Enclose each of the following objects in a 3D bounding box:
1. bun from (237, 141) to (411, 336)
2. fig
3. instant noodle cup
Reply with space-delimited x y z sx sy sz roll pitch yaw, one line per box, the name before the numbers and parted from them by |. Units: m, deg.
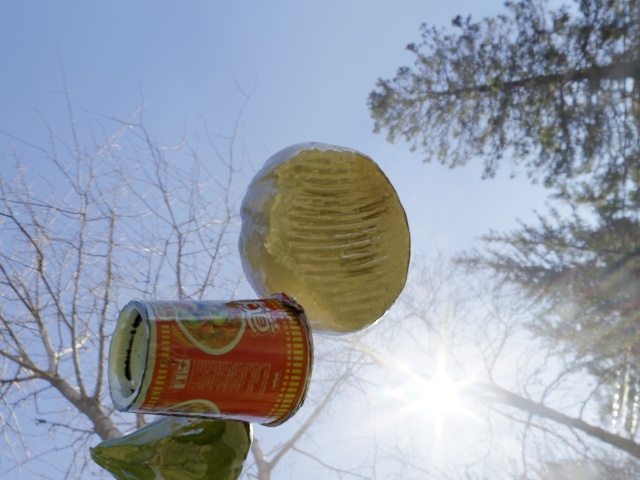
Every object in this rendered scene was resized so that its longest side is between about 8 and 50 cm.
bun | 0.000 0.000 0.938 0.364 0.219 0.366 4 -98 -34
fig | -0.216 0.348 0.772 0.233 0.167 0.167 -15 -73 -40
instant noodle cup | -0.147 0.149 0.636 0.212 0.193 0.193 13 -94 -38
